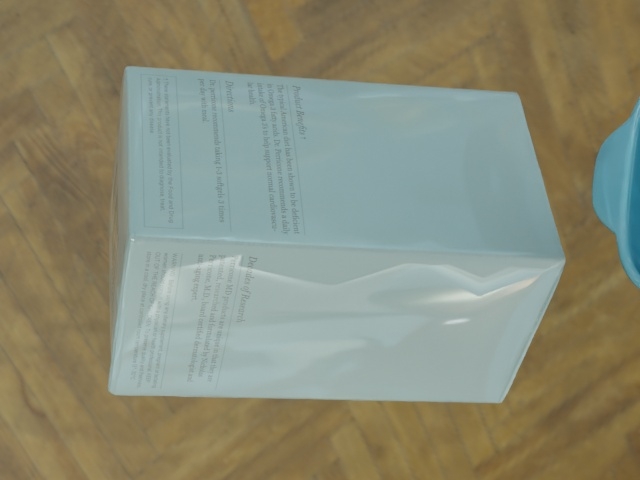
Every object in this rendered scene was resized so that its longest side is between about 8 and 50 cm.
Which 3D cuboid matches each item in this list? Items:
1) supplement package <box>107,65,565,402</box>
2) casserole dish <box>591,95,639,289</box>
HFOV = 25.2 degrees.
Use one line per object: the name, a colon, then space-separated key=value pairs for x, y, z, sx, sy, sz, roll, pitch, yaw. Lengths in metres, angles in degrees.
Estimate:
supplement package: x=0.000 y=0.000 z=0.625 sx=0.179 sy=0.105 sz=0.105 roll=3 pitch=136 yaw=-11
casserole dish: x=0.196 y=-0.012 z=0.523 sx=0.037 sy=0.188 sz=0.114 roll=67 pitch=31 yaw=-56
